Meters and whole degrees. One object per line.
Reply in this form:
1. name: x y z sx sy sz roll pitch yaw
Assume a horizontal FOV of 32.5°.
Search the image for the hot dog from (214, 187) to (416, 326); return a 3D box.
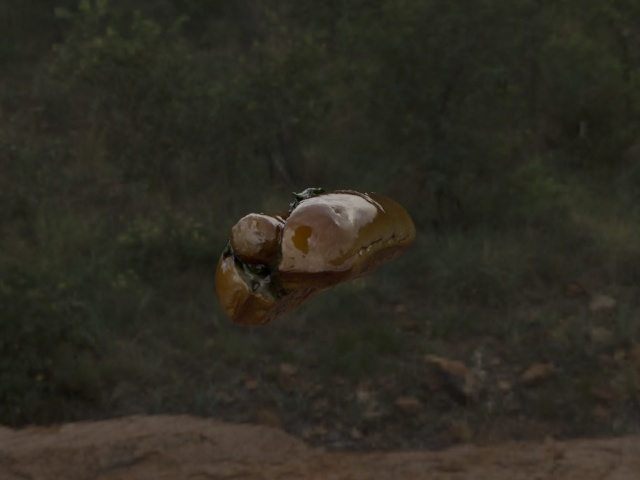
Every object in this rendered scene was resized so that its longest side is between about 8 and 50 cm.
1. hot dog: 0.000 0.000 0.729 0.100 0.068 0.249 -27 -2 16
